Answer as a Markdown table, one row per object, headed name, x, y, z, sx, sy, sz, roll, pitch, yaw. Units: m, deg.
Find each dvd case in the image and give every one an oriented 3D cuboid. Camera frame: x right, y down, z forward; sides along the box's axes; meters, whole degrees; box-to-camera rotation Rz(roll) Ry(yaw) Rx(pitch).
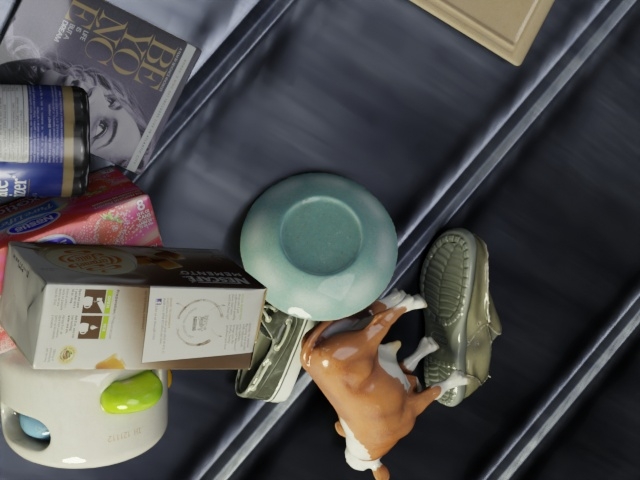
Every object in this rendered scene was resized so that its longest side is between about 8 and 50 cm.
| name | x | y | z | sx | sy | sz | roll | pitch | yaw |
| --- | --- | --- | --- | --- | --- | --- | --- | --- | --- |
| dvd case | -0.262 | -0.189 | 1.658 | 0.221 | 0.018 | 0.164 | 24 | 95 | -32 |

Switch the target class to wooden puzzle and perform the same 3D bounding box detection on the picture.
| name | x | y | z | sx | sy | sz | roll | pitch | yaw |
| --- | --- | --- | --- | --- | --- | --- | --- | --- | --- |
| wooden puzzle | 0.221 | -0.364 | 1.838 | 0.238 | 0.044 | 0.221 | 25 | 94 | -36 |

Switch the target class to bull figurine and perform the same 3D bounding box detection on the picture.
| name | x | y | z | sx | sy | sz | roll | pitch | yaw |
| --- | --- | --- | --- | --- | --- | --- | --- | --- | --- |
| bull figurine | 0.078 | 0.182 | 1.875 | 0.188 | 0.101 | 0.310 | -40 | 140 | -8 |

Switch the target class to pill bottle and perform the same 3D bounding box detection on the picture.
| name | x | y | z | sx | sy | sz | roll | pitch | yaw |
| --- | --- | --- | --- | --- | --- | --- | --- | --- | --- |
| pill bottle | -0.360 | -0.107 | 1.564 | 0.219 | 0.123 | 0.123 | 0 | 108 | -14 |

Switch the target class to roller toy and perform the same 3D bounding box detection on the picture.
| name | x | y | z | sx | sy | sz | roll | pitch | yaw |
| --- | --- | --- | --- | --- | --- | --- | --- | --- | --- |
| roller toy | -0.271 | 0.171 | 1.680 | 0.191 | 0.209 | 0.146 | 0 | 109 | -1 |

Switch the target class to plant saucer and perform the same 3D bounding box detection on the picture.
| name | x | y | z | sx | sy | sz | roll | pitch | yaw |
| --- | --- | --- | --- | --- | --- | --- | --- | --- | --- |
| plant saucer | 0.000 | 0.000 | 1.777 | 0.195 | 0.037 | 0.195 | 2 | 69 | -5 |

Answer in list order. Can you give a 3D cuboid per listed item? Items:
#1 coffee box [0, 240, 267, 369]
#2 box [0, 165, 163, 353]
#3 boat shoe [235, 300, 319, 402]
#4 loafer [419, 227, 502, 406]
| name | x | y | z | sx | sy | sz | roll | pitch | yaw |
| --- | --- | --- | --- | --- | --- | --- | --- | --- | --- |
| coffee box | -0.201 | 0.069 | 1.556 | 0.246 | 0.141 | 0.098 | 3 | 107 | -28 |
| box | -0.313 | 0.024 | 1.641 | 0.257 | 0.128 | 0.122 | -21 | 116 | -19 |
| boat shoe | -0.050 | 0.102 | 1.836 | 0.070 | 0.078 | 0.219 | 9 | 105 | -31 |
| loafer | 0.191 | 0.097 | 1.963 | 0.087 | 0.094 | 0.251 | -15 | 119 | -36 |
